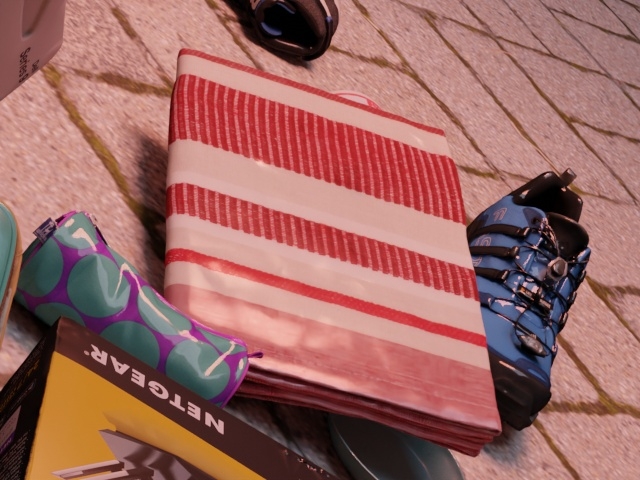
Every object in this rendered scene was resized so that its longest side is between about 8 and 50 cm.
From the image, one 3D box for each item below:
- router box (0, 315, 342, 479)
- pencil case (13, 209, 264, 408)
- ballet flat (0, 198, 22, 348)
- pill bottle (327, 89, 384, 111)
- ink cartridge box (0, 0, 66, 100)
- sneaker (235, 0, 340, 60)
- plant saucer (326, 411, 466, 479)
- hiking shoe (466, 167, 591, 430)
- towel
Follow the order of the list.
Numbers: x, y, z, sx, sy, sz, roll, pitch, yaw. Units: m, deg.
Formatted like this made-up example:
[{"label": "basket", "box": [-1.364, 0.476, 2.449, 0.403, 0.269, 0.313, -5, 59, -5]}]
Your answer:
[{"label": "router box", "box": [-0.034, 0.200, 0.847, 0.309, 0.081, 0.243, 32, 24, -18]}, {"label": "pencil case", "box": [-0.113, 0.047, 1.024, 0.151, 0.070, 0.064, 40, -10, -4]}, {"label": "ballet flat", "box": [-0.194, 0.081, 0.813, 0.080, 0.073, 0.232, 30, 51, -24]}, {"label": "pill bottle", "box": [0.024, -0.051, 1.402, 0.087, 0.087, 0.160, 30, 25, -24]}, {"label": "ink cartridge box", "box": [-0.294, -0.216, 1.029, 0.289, 0.121, 0.211, 43, -20, 7]}, {"label": "sneaker", "box": [-0.069, -0.261, 1.658, 0.217, 0.079, 0.121, 37, 21, -12]}, {"label": "plant saucer", "box": [0.047, 0.145, 1.158, 0.119, 0.021, 0.119, 33, 23, -16]}, {"label": "hiking shoe", "box": [0.157, 0.034, 1.394, 0.113, 0.132, 0.304, 35, 23, -13]}, {"label": "towel", "box": [0.000, 0.000, 1.220, 0.237, 0.037, 0.329, 17, 38, -18]}]
